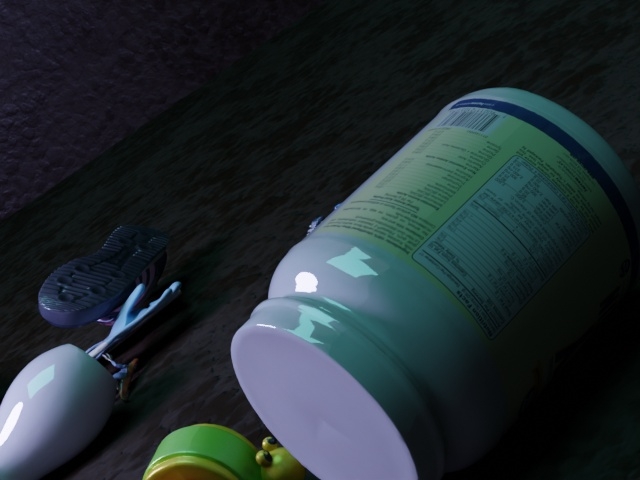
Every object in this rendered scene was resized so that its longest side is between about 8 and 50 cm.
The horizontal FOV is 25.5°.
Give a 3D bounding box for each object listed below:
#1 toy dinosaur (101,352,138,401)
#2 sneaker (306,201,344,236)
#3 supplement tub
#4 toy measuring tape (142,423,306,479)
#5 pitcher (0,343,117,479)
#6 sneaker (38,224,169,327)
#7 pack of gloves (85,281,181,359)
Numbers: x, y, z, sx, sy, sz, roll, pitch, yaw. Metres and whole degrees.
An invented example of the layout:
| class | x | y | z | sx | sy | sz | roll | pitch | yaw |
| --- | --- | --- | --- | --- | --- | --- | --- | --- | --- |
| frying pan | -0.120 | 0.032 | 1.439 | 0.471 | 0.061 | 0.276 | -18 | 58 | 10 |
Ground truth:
| class | x | y | z | sx | sy | sz | roll | pitch | yaw |
| --- | --- | --- | --- | --- | --- | --- | --- | --- | --- |
| toy dinosaur | -0.261 | 0.187 | 1.892 | 0.090 | 0.047 | 0.082 | 23 | 41 | 31 |
| sneaker | 0.000 | 0.000 | 1.855 | 0.135 | 0.058 | 0.052 | -44 | 19 | -30 |
| supplement tub | 0.104 | 0.047 | 1.206 | 0.325 | 0.235 | 0.235 | -43 | 19 | -28 |
| toy measuring tape | -0.158 | 0.253 | 1.339 | 0.330 | 0.121 | 0.121 | -26 | 18 | 26 |
| pitcher | -0.356 | 0.238 | 1.781 | 0.207 | 0.125 | 0.178 | -52 | 6 | -19 |
| sneaker | -0.313 | 0.086 | 2.074 | 0.112 | 0.131 | 0.319 | 19 | 24 | 15 |
| pack of gloves | -0.297 | 0.125 | 2.001 | 0.232 | 0.046 | 0.195 | -38 | 1 | -14 |
